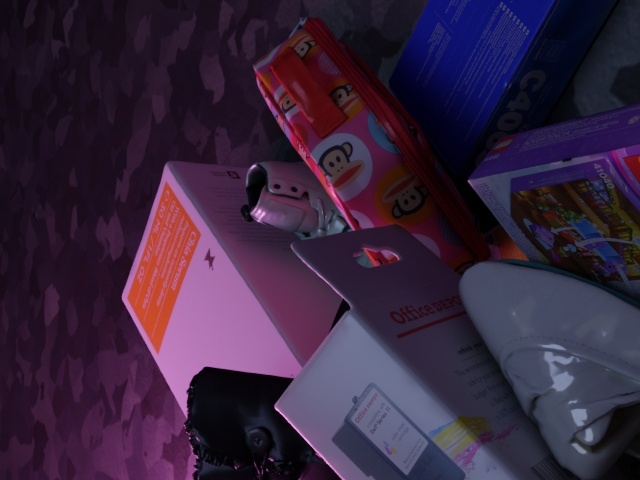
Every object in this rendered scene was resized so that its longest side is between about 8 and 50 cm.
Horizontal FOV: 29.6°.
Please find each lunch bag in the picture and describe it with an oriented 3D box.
[{"bbox_3d":[0.035,-0.095,1.219,0.120,0.258,0.293,-37,37,5],"label":"lunch bag"}]

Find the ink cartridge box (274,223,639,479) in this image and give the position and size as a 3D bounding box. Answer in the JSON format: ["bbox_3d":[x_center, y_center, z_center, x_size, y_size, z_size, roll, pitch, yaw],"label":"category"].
[{"bbox_3d":[0.111,0.149,0.986,0.353,0.207,0.119,45,116,20],"label":"ink cartridge box"}]

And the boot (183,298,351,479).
[{"bbox_3d":[-0.032,0.145,1.188,0.207,0.094,0.246,7,106,17],"label":"boot"}]

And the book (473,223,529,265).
[{"bbox_3d":[0.205,0.022,1.182,0.144,0.035,0.096,-35,60,51],"label":"book"}]

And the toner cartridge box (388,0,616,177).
[{"bbox_3d":[0.197,-0.243,1.171,0.165,0.075,0.347,58,134,39],"label":"toner cartridge box"}]

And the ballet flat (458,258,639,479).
[{"bbox_3d":[0.252,0.136,0.865,0.400,0.139,0.139,26,112,24],"label":"ballet flat"}]

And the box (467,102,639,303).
[{"bbox_3d":[0.268,0.031,0.894,0.057,0.293,0.201,-50,22,-27],"label":"box"}]

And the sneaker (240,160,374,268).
[{"bbox_3d":[0.000,0.000,1.381,0.256,0.151,0.094,56,133,42],"label":"sneaker"}]

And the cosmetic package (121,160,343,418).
[{"bbox_3d":[-0.072,0.117,1.475,0.453,0.162,0.230,51,129,44],"label":"cosmetic package"}]
